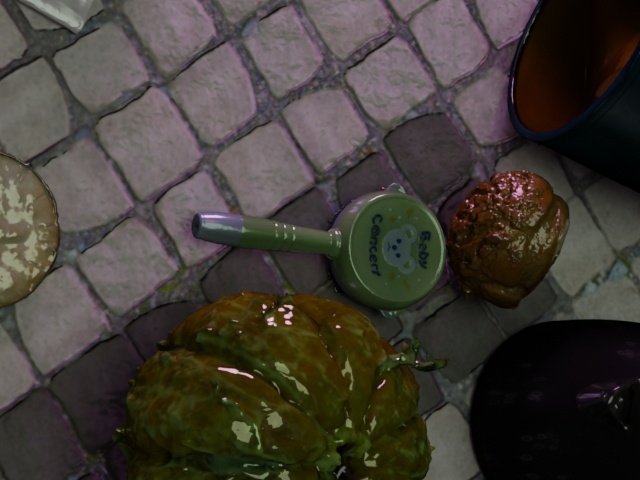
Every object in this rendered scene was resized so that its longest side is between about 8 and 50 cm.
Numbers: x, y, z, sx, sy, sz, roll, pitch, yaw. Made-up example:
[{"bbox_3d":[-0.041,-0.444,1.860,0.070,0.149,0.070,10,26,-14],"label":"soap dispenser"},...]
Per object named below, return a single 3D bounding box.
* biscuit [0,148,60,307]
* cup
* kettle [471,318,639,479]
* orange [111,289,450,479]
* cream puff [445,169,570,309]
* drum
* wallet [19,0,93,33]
[{"bbox_3d":[-0.301,-0.010,1.703,0.152,0.020,0.152,3,83,-24],"label":"biscuit"},{"bbox_3d":[0.383,-0.176,1.927,0.292,0.242,0.308,27,69,-22],"label":"cup"},{"bbox_3d":[0.329,0.179,1.834,0.268,0.290,0.207,16,77,-24],"label":"kettle"},{"bbox_3d":[-0.042,0.196,1.693,0.300,0.223,0.301,6,83,-35],"label":"orange"},{"bbox_3d":[0.177,-0.006,1.866,0.103,0.144,0.126,24,53,-8],"label":"cream puff"},{"bbox_3d":[0.003,0.021,1.827,0.253,0.049,0.130,-9,89,-26],"label":"drum"},{"bbox_3d":[-0.248,-0.226,1.755,0.083,0.011,0.044,28,73,-19],"label":"wallet"}]
